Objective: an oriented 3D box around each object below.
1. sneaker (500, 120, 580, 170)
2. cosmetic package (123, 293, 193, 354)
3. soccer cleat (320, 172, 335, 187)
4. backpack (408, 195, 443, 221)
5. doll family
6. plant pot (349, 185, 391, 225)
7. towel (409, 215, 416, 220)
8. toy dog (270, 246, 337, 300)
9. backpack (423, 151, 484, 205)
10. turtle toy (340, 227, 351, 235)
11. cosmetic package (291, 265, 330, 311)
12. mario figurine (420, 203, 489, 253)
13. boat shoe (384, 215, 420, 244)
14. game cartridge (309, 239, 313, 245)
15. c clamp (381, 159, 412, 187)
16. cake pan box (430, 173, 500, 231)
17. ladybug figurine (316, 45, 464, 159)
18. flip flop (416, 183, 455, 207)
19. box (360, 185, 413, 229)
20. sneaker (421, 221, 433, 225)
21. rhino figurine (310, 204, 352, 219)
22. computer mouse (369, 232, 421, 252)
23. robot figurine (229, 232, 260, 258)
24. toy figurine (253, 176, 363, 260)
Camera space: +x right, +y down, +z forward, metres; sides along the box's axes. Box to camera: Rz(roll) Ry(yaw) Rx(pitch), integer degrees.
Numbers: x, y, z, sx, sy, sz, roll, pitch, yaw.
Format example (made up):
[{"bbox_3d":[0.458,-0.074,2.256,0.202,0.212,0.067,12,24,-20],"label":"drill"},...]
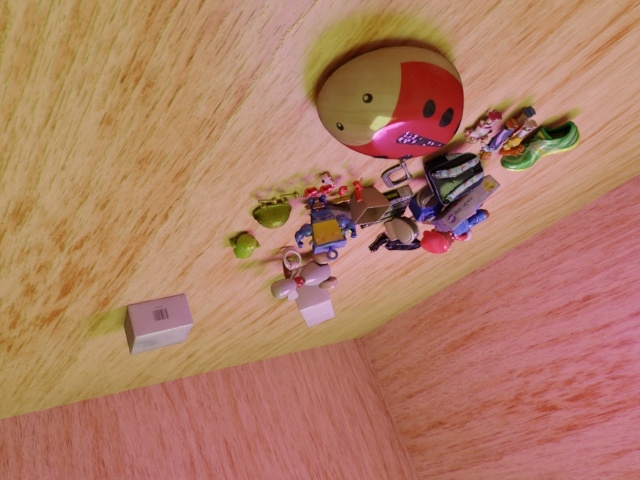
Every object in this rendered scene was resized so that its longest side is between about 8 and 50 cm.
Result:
[{"bbox_3d":[0.803,-0.358,1.814,0.295,0.110,0.123,-25,136,11],"label":"sneaker"},{"bbox_3d":[-0.650,0.338,1.959,0.223,0.138,0.225,-10,157,-30],"label":"cosmetic package"},{"bbox_3d":[0.022,-0.183,1.520,0.035,0.029,0.083,-16,157,9],"label":"soccer cleat"},{"bbox_3d":[0.428,-0.139,1.939,0.120,0.098,0.101,-15,154,-18],"label":"backpack"},{"bbox_3d":[0.598,-0.332,1.607,0.262,0.119,0.163,-12,157,-27],"label":"doll family"},{"bbox_3d":[0.160,-0.126,1.697,0.108,0.096,0.109,-9,153,-30],"label":"plant pot"},{"bbox_3d":[0.402,-0.091,2.154,0.083,0.010,0.060,-36,156,32],"label":"towel"},{"bbox_3d":[-0.084,0.144,2.034,0.333,0.220,0.160,8,176,-41],"label":"toy dog"},{"bbox_3d":[0.456,-0.228,1.666,0.173,0.117,0.158,-28,115,7],"label":"backpack"},{"bbox_3d":[0.071,-0.040,1.847,0.130,0.095,0.066,-3,132,-43],"label":"turtle toy"},{"bbox_3d":[-0.039,0.263,2.312,0.155,0.197,0.366,-21,158,-2],"label":"cosmetic package"},{"bbox_3d":[0.570,-0.069,2.164,0.320,0.198,0.170,-35,165,-4],"label":"mario figurine"},{"bbox_3d":[0.339,-0.049,1.955,0.091,0.109,0.305,-20,-176,-7],"label":"boat shoe"},{"bbox_3d":[0.000,0.000,1.961,0.083,0.017,0.056,-8,151,-33],"label":"game cartridge"},{"bbox_3d":[0.277,-0.228,1.673,0.137,0.022,0.161,-25,159,6],"label":"c clamp"},{"bbox_3d":[0.558,-0.139,1.916,0.245,0.070,0.267,-42,178,4],"label":"cake pan box"},{"bbox_3d":[0.197,-0.309,1.196,0.449,0.162,0.305,-5,153,-40],"label":"ladybug figurine"},{"bbox_3d":[0.436,-0.186,1.844,0.277,0.112,0.080,-21,-155,-40],"label":"flip flop"},{"bbox_3d":[0.245,-0.124,1.869,0.190,0.045,0.184,-20,162,-10],"label":"box"},{"bbox_3d":[0.526,-0.081,2.221,0.134,0.070,0.051,-14,161,-19],"label":"sneaker"},{"bbox_3d":[0.069,-0.083,1.748,0.243,0.073,0.106,-2,154,-46],"label":"rhino figurine"},{"bbox_3d":[0.365,-0.006,2.263,0.261,0.060,0.184,-3,159,-16],"label":"computer mouse"},{"bbox_3d":[-0.258,0.020,1.673,0.101,0.067,0.115,2,150,-25],"label":"robot figurine"},{"bbox_3d":[-0.009,-0.039,1.527,0.362,0.218,0.191,-14,170,-12],"label":"toy figurine"}]
